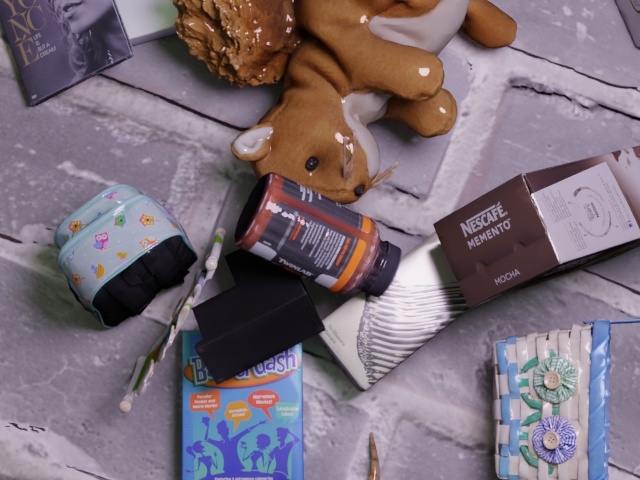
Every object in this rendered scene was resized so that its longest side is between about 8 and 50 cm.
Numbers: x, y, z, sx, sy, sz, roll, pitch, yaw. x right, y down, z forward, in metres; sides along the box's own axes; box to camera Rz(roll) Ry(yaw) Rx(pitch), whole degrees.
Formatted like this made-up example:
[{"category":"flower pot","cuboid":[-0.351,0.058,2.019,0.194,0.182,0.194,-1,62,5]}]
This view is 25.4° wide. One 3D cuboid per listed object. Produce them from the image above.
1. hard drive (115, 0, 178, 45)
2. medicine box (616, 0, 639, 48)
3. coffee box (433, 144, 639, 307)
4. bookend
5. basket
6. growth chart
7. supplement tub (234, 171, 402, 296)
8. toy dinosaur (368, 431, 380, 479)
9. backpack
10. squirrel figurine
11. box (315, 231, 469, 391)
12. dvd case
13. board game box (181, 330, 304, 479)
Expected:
[{"category":"hard drive","cuboid":[-0.267,-0.430,1.952,0.210,0.040,0.318,-16,82,-3]},{"category":"medicine box","cuboid":[0.526,-0.440,1.920,0.289,0.149,0.263,-21,83,-4]},{"category":"coffee box","cuboid":[0.310,-0.025,1.772,0.297,0.168,0.119,-15,80,-42]},{"category":"bookend","cuboid":[-0.096,0.081,1.828,0.157,0.072,0.156,-27,40,-1]},{"category":"basket","cuboid":[0.363,0.223,1.791,0.289,0.201,0.255,-2,81,8]},{"category":"growth chart","cuboid":[-0.184,0.101,1.795,0.021,0.172,0.237,31,99,-8]},{"category":"supplement tub","cuboid":[0.000,0.000,1.763,0.198,0.106,0.106,26,82,-13]},{"category":"toy dinosaur","cuboid":[0.045,0.364,1.833,0.112,0.064,0.211,39,82,5]},{"category":"backpack","cuboid":[-0.254,0.013,1.813,0.166,0.188,0.144,-35,84,-5]},{"category":"squirrel figurine","cuboid":[-0.003,-0.243,1.854,0.397,0.281,0.370,33,93,17]},{"category":"box","cuboid":[0.128,0.074,1.861,0.275,0.094,0.113,-39,85,-6]},{"category":"dvd case","cuboid":[-0.357,-0.316,1.913,0.164,0.018,0.221,-24,80,17]},{"category":"board game box","cuboid":[-0.101,0.222,1.857,0.160,0.047,0.210,-1,80,-1]}]
